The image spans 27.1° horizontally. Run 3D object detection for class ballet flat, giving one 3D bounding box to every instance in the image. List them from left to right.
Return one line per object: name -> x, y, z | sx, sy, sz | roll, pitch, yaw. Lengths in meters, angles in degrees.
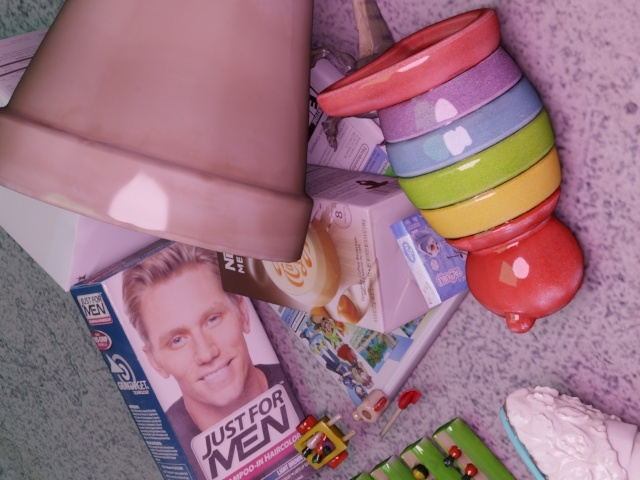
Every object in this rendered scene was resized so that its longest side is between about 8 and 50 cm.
ballet flat -> 0.344, 0.282, 1.258 | 0.409, 0.147, 0.147 | 53, 139, 9

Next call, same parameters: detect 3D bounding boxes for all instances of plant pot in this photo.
plant pot -> -0.136, -0.156, 1.265 | 0.323, 0.323, 0.280 | 19, 94, 41

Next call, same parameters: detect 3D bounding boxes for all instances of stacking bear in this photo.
stacking bear -> 0.153, -0.056, 1.251 | 0.164, 0.175, 0.289 | -13, 109, 50

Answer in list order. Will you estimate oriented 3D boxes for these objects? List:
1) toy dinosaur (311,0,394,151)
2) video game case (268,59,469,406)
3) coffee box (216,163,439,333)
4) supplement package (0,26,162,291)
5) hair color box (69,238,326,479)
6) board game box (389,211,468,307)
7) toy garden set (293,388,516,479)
toy dinosaur -> 0.046, -0.163, 1.354 | 0.064, 0.118, 0.268 | -19, -93, -87
video game case -> 0.030, 0.001, 1.501 | 0.300, 0.036, 0.329 | 48, 137, 19
coffee box -> 0.000, 0.000, 1.426 | 0.247, 0.098, 0.141 | 11, 116, 44
supplement package -> -0.309, -0.114, 1.682 | 0.263, 0.198, 0.199 | 41, 134, 26
hair color box -> -0.148, 0.171, 1.645 | 0.105, 0.174, 0.347 | -11, 107, 57
board game box -> 0.119, 0.011, 1.311 | 0.020, 0.090, 0.090 | -27, 89, 43
toy garden set -> 0.083, 0.262, 1.533 | 0.204, 0.049, 0.244 | 48, 139, 0
